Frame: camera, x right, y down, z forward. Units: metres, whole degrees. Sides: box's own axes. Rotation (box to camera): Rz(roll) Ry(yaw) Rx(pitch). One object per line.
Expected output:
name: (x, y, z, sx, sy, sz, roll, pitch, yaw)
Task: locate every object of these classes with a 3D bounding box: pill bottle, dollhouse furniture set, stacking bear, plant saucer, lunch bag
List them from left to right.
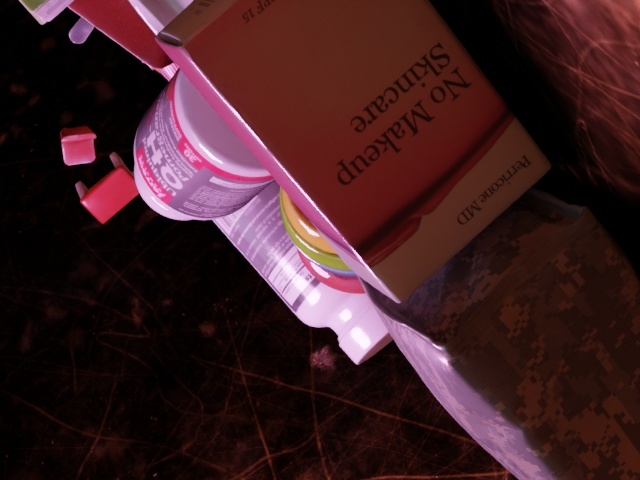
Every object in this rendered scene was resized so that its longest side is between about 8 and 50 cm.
plant saucer: (-0.243, -0.328, 1.553, 0.258, 0.047, 0.259, 36, -153, 3)
dollhouse furniture set: (-0.307, -0.208, 2.223, 0.201, 0.374, 0.152, 48, -178, -28)
pill bottle: (-0.131, -0.125, 1.552, 0.176, 0.176, 0.318, 49, 155, -4)
pill bottle: (0.000, 0.000, 1.919, 0.363, 0.210, 0.210, 48, 177, 10)
stacking bear: (0.035, -0.057, 1.257, 0.175, 0.164, 0.289, 47, 172, 17)
lunch bag: (0.149, 0.070, 0.982, 0.235, 0.169, 0.287, 50, 173, -23)

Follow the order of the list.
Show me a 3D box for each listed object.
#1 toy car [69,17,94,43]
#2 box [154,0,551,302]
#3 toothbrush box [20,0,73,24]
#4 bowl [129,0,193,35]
toy car: (-0.335, -0.395, 1.931, 0.155, 0.188, 0.149, 49, 177, -8)
box: (0.021, -0.097, 0.865, 0.232, 0.148, 0.127, 49, 177, -19)
toothbrush box: (-0.327, -0.414, 1.374, 0.283, 0.206, 0.122, 50, 177, -6)
bowl: (-0.074, -0.205, 1.054, 0.298, 0.134, 0.298, 49, 177, 4)
